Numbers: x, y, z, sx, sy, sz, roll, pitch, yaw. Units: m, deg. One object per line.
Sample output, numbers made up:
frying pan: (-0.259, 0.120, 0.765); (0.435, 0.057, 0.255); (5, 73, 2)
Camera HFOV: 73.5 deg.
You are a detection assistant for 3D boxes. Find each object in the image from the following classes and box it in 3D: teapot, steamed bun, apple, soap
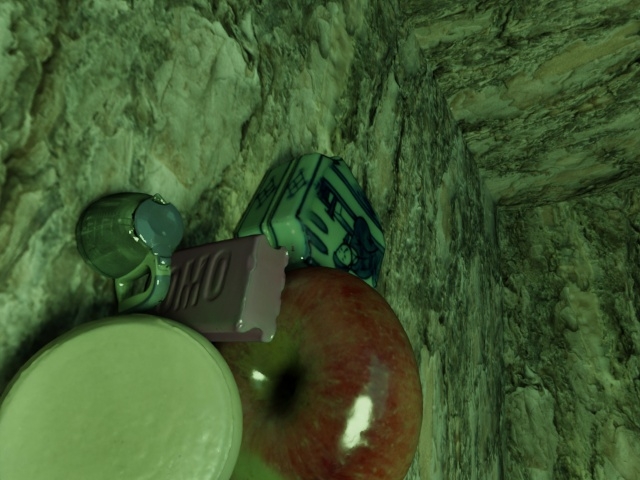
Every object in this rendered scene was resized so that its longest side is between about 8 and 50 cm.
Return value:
teapot: (-0.229, 0.004, 0.523); (0.111, 0.108, 0.149); (43, 47, -38)
steamed bun: (-0.202, 0.199, 0.446); (0.231, 0.145, 0.232); (10, 61, -18)
apple: (-0.007, 0.218, 0.606); (0.269, 0.344, 0.345); (43, 46, -53)
soap: (-0.141, 0.066, 0.548); (0.065, 0.203, 0.122); (34, 54, -46)

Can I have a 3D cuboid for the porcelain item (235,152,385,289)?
porcelain item: (0.000, 0.000, 0.819); (0.281, 0.157, 0.286); (52, 41, -31)
